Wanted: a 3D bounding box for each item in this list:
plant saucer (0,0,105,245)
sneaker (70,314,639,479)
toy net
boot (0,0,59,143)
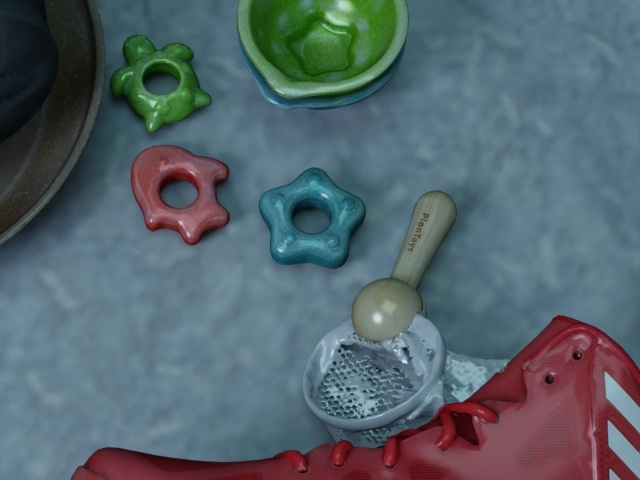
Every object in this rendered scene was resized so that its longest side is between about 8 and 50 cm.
[{"bbox_3d":[-0.183,-0.062,0.776,0.198,0.036,0.199,1,65,-2],"label":"plant saucer"},{"bbox_3d":[0.031,0.078,0.684,0.221,0.087,0.128,19,79,-8],"label":"sneaker"},{"bbox_3d":[0.000,0.000,0.750,0.122,0.045,0.232,-16,67,-10],"label":"toy net"},{"bbox_3d":[-0.328,-0.211,0.714,0.367,0.146,0.445,-11,65,-25],"label":"boot"}]
